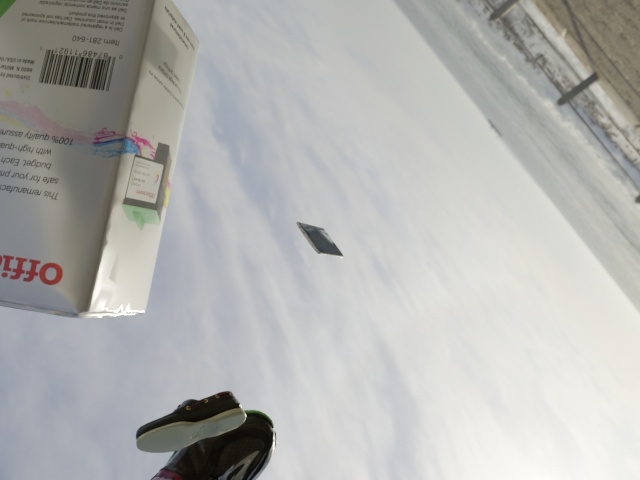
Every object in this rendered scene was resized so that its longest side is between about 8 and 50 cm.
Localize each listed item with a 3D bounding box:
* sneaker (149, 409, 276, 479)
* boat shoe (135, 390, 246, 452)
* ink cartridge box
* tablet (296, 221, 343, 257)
[{"bbox_3d":[-0.273,0.504,1.043,0.202,0.483,0.185,2,120,63],"label":"sneaker"},{"bbox_3d":[-0.156,0.215,0.666,0.133,0.048,0.042,-8,-139,-35],"label":"boat shoe"},{"bbox_3d":[-0.243,-0.082,0.495,0.117,0.202,0.277,49,-130,-79],"label":"ink cartridge box"},{"bbox_3d":[0.000,0.000,0.749,0.054,0.006,0.083,54,-164,19],"label":"tablet"}]
